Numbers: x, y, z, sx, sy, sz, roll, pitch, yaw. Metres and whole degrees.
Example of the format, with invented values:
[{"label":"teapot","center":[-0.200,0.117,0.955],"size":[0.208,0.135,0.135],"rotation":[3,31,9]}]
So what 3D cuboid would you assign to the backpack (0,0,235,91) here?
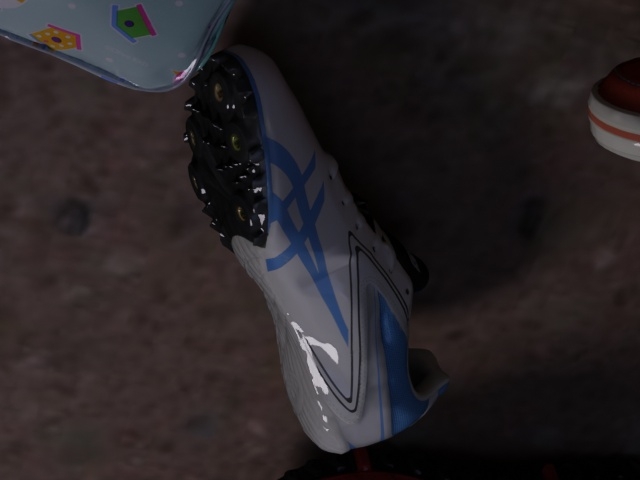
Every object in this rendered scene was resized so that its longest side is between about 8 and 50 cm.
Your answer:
[{"label":"backpack","center":[-0.079,-0.161,0.713],"size":[0.166,0.144,0.188],"rotation":[22,123,-16]}]

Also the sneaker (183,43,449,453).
[{"label":"sneaker","center":[0.000,0.000,0.910],"size":[0.086,0.085,0.237],"rotation":[-30,128,-13]}]

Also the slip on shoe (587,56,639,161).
[{"label":"slip on shoe","center":[0.269,-0.114,0.814],"size":[0.331,0.123,0.101],"rotation":[-19,106,12]}]

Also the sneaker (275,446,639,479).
[{"label":"sneaker","center":[0.078,0.193,1.063],"size":[0.262,0.104,0.125],"rotation":[4,133,-8]}]
